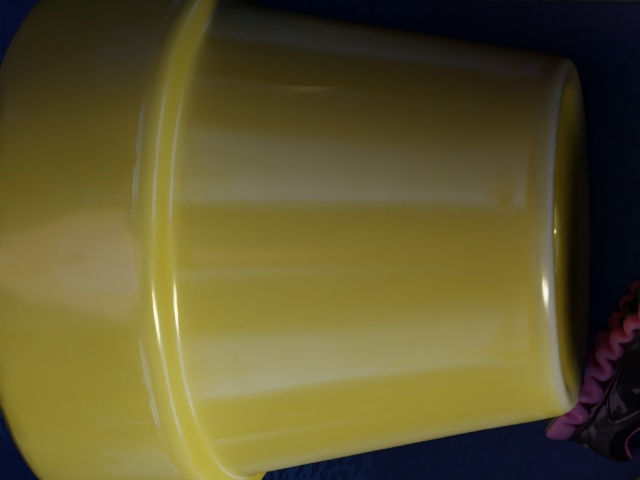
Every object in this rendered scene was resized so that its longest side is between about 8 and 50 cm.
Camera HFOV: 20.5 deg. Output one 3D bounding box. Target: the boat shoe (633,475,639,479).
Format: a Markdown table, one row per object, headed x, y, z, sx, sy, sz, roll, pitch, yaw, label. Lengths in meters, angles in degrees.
| x | y | z | sx | sy | sz | roll | pitch | yaw | label |
| --- | --- | --- | --- | --- | --- | --- | --- | --- | --- |
| 0.214 | 0.080 | 0.785 | 0.098 | 0.109 | 0.302 | 46 | 123 | 12 | boat shoe |

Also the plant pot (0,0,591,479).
| x | y | z | sx | sy | sz | roll | pitch | yaw | label |
| --- | --- | --- | --- | --- | --- | --- | --- | --- | --- |
| 0.000 | 0.000 | 0.829 | 0.239 | 0.254 | 0.254 | 0 | 99 | 14 | plant pot |

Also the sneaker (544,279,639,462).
| x | y | z | sx | sy | sz | roll | pitch | yaw | label |
| --- | --- | --- | --- | --- | --- | --- | --- | --- | --- |
| 0.160 | 0.060 | 0.855 | 0.057 | 0.047 | 0.119 | 32 | 116 | -2 | sneaker |

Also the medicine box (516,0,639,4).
| x | y | z | sx | sy | sz | roll | pitch | yaw | label |
| --- | --- | --- | --- | --- | --- | --- | --- | --- | --- |
| 0.128 | -0.247 | 0.749 | 0.263 | 0.149 | 0.289 | 6 | 102 | 29 | medicine box |
